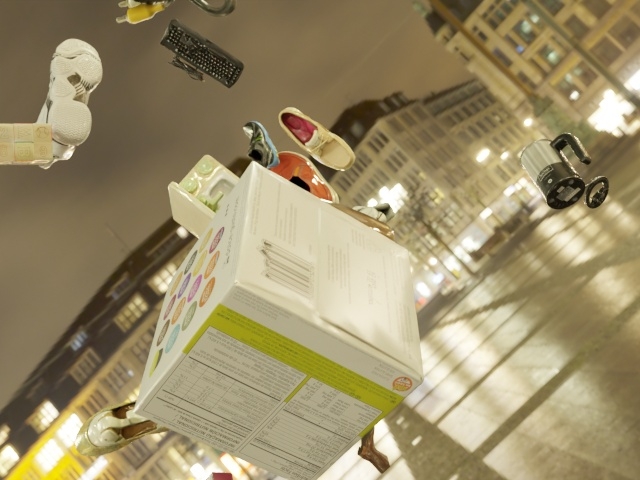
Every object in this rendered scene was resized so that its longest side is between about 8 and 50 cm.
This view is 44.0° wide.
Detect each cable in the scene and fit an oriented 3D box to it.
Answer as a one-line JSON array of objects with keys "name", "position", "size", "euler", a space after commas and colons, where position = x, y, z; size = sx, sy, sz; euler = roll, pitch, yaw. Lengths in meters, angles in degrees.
[{"name": "cable", "position": [-0.305, -0.530, 1.672], "size": [0.072, 0.287, 0.140], "euler": [15, -101, -76]}]

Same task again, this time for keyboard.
[{"name": "keyboard", "position": [-0.272, -0.402, 1.768], "size": [0.100, 0.192, 0.038], "euler": [-56, 3, 31]}]

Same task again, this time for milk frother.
[{"name": "milk frother", "position": [0.509, -0.134, 1.640], "size": [0.129, 0.135, 0.143], "euler": [-34, -46, 15]}]

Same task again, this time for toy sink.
[{"name": "toy sink", "position": [-0.240, -0.087, 1.785], "size": [0.131, 0.152, 0.234], "euler": [-52, -5, -17]}]

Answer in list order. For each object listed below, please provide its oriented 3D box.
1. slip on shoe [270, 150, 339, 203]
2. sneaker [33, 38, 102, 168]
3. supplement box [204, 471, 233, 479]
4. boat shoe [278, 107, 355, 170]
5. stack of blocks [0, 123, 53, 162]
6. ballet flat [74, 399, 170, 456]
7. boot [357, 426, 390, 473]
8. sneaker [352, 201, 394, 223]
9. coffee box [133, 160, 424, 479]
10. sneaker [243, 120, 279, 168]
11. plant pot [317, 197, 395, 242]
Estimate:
[{"name": "slip on shoe", "position": [-0.067, -0.166, 2.278], "size": [0.101, 0.331, 0.123], "euler": [2, -60, -34]}, {"name": "sneaker", "position": [-0.708, -0.372, 2.167], "size": [0.137, 0.366, 0.210], "euler": [19, -38, -32]}, {"name": "supplement box", "position": [-0.241, 0.567, 1.804], "size": [0.055, 0.043, 0.083], "euler": [16, -52, -32]}, {"name": "boat shoe", "position": [-0.012, -0.189, 1.487], "size": [0.063, 0.170, 0.059], "euler": [-56, -5, 12]}, {"name": "stack of blocks", "position": [-0.797, -0.225, 1.865], "size": [0.297, 0.087, 0.171], "euler": [-3, 3, -26]}, {"name": "ballet flat", "position": [-0.503, 0.471, 2.064], "size": [0.348, 0.123, 0.123], "euler": [-19, -6, 6]}, {"name": "boot", "position": [0.162, 0.594, 2.252], "size": [0.037, 0.114, 0.106], "euler": [-16, 40, 53]}, {"name": "sneaker", "position": [0.105, -0.032, 2.104], "size": [0.118, 0.110, 0.292], "euler": [-18, 15, 33]}, {"name": "coffee box", "position": [-0.069, 0.146, 1.348], "size": [0.334, 0.338, 0.338], "euler": [-51, 21, 30]}, {"name": "sneaker", "position": [-0.186, -0.282, 2.331], "size": [0.078, 0.188, 0.067], "euler": [-22, -33, -14]}, {"name": "plant pot", "position": [0.000, 0.000, 1.654], "size": [0.215, 0.230, 0.215], "euler": [-36, 36, 32]}]
